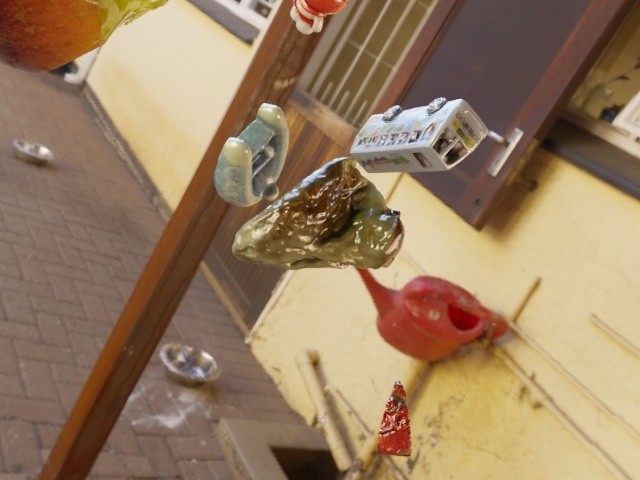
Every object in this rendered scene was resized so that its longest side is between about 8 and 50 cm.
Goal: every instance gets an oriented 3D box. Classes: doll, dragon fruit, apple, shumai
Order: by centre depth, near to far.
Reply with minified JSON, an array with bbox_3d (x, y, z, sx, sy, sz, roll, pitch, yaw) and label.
[{"bbox_3d":[-0.357,-0.420,0.890,0.374,0.374,0.384,12,31,-52],"label":"apple"},{"bbox_3d":[0.000,0.000,1.110,0.203,0.272,0.222,58,16,-2],"label":"shumai"},{"bbox_3d":[0.137,0.343,1.271,0.063,0.131,0.097,-3,18,-6],"label":"dragon fruit"},{"bbox_3d":[0.012,-0.651,1.672,0.130,0.290,0.160,-13,72,-35],"label":"doll"}]

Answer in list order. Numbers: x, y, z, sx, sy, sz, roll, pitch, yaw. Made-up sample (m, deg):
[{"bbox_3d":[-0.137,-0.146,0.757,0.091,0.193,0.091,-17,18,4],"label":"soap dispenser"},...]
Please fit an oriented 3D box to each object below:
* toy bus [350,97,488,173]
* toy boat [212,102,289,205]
[{"bbox_3d":[0.199,-0.217,1.416,0.109,0.136,0.330,47,-18,-23],"label":"toy bus"},{"bbox_3d":[-0.145,-0.178,1.563,0.123,0.215,0.330,36,-26,4],"label":"toy boat"}]
